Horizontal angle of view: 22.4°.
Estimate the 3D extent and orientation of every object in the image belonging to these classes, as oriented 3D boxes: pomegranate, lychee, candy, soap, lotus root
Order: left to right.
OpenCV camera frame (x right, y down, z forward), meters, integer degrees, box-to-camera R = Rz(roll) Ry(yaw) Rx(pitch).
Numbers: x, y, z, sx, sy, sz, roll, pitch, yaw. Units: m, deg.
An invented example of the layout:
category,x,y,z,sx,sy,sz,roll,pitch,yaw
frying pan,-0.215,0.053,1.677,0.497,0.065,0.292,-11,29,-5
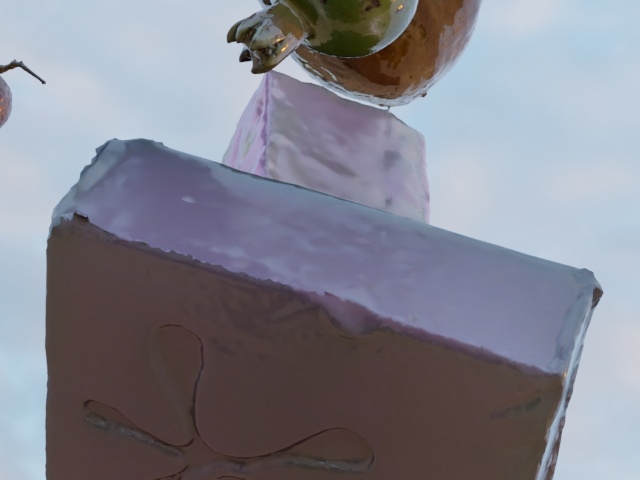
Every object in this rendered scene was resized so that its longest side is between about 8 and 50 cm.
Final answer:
category,x,y,z,sx,sy,sz,roll,pitch,yaw
lychee,-0.408,-0.172,1.910,0.114,0.140,0.101,41,2,-8
soap,-0.010,0.106,0.939,0.296,0.107,0.285,15,-53,13
pomegranate,0.000,-0.165,1.091,0.114,0.142,0.114,43,-17,16
candy,0.000,0.000,1.240,0.156,0.265,0.115,19,-53,-14
lotus root,0.041,-0.212,1.404,0.188,0.199,0.180,-25,-40,-3
